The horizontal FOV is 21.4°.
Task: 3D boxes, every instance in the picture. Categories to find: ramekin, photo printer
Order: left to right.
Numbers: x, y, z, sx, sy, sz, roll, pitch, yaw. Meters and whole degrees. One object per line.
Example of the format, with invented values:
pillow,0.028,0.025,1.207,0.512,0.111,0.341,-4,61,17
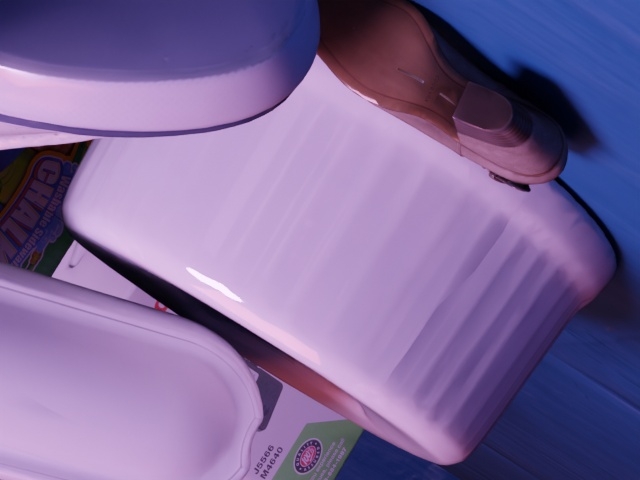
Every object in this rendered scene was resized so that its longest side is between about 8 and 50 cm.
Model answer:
photo printer,-0.189,0.061,0.898,0.307,0.107,0.256,18,175,-20
ramekin,0.000,0.000,0.881,0.277,0.135,0.277,32,172,5

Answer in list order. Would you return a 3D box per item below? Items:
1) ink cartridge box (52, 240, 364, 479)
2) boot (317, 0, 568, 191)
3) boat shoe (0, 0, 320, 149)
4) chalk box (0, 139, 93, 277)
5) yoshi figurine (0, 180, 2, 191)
ink cartridge box,-0.074,0.069,1.333,0.273,0.198,0.115,38,170,-38
boot,0.048,-0.059,0.697,0.118,0.042,0.087,37,-178,19
boat shoe,-0.177,-0.078,0.710,0.367,0.136,0.156,7,146,9
chalk box,-0.245,-0.087,1.139,0.180,0.179,0.289,25,170,37
yoshi figurine,-0.244,-0.166,0.863,0.203,0.203,0.362,-12,135,22
